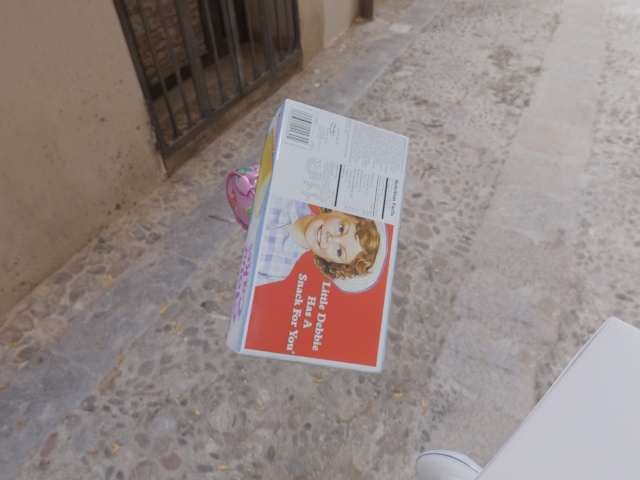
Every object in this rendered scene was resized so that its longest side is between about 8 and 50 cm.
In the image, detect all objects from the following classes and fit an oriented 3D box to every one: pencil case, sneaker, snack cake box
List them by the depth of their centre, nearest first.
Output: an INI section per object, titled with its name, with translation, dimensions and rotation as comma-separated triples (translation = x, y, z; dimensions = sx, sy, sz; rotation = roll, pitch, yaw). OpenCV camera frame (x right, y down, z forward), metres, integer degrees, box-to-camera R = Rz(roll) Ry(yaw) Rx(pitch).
[snack cake box]
translation = 0.000, 0.000, 0.502
dimensions = 0.152, 0.089, 0.265
rotation = 13, 78, -19
[sneaker]
translation = 0.260, 0.448, 0.798
dimensions = 0.091, 0.094, 0.258
rotation = 0, 2, -39
[pencil case]
translation = -0.020, -0.104, 0.799
dimensions = 0.283, 0.124, 0.124
rotation = -23, 47, -29

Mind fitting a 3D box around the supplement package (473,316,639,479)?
[supplement package]
translation = 0.258, 0.206, 0.231
dimensions = 0.175, 0.177, 0.293
rotation = -52, 25, 3
